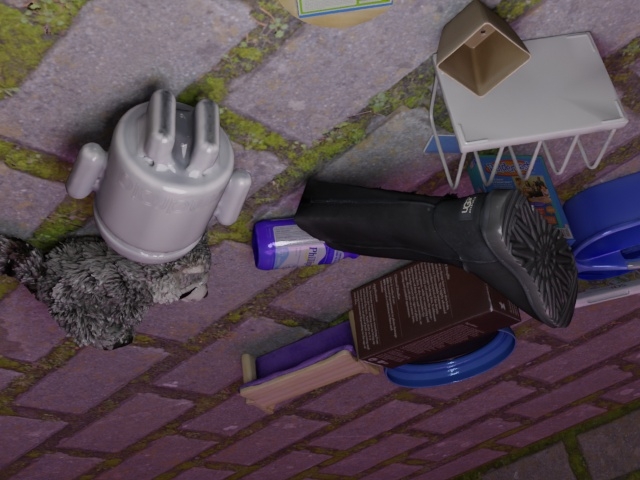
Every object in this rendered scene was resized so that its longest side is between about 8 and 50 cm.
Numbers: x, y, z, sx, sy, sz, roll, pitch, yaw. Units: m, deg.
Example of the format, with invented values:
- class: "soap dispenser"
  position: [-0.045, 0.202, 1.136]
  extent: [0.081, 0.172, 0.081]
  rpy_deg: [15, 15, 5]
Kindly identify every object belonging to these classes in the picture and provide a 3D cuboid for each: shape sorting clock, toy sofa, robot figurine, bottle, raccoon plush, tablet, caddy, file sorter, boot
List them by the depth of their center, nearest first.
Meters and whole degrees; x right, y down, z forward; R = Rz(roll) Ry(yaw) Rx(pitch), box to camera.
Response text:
- class: "shape sorting clock"
  position: [0.031, -0.388, 1.175]
  extent: [0.206, 0.040, 0.206]
  rpy_deg: [-6, 148, -3]
- class: "robot figurine"
  position: [-0.269, -0.093, 1.392]
  extent: [0.299, 0.200, 0.353]
  rpy_deg: [12, 142, -18]
- class: "file sorter"
  position: [0.341, -0.212, 1.428]
  extent: [0.277, 0.193, 0.173]
  rpy_deg: [-9, 152, -5]
- class: "boot"
  position: [0.214, 0.020, 1.541]
  extent: [0.445, 0.146, 0.367]
  rpy_deg: [2, 146, 40]
- class: "raccoon plush"
  position: [-0.416, 0.037, 1.568]
  extent: [0.446, 0.216, 0.299]
  rpy_deg: [22, 128, -42]
- class: "tablet"
  position: [0.246, -0.188, 1.607]
  extent: [0.083, 0.006, 0.054]
  rpy_deg: [-1, 147, -19]
- class: "bottle"
  position: [0.000, 0.000, 1.741]
  extent: [0.282, 0.092, 0.118]
  rpy_deg: [-5, 153, -12]
- class: "caddy"
  position: [0.715, -0.018, 1.883]
  extent: [0.341, 0.179, 0.241]
  rpy_deg: [-18, 148, 10]
- class: "toy sofa"
  position: [-0.042, 0.316, 2.184]
  extent: [0.362, 0.150, 0.177]
  rpy_deg: [-24, 142, 19]

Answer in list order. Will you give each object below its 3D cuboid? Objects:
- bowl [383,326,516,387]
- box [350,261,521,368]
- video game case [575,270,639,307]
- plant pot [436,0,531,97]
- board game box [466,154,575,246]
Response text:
- class: "bowl"
  position: [0.368, 0.313, 2.394]
  extent: [0.391, 0.077, 0.391]
  rpy_deg: [-9, 149, -5]
- class: "box"
  position: [0.262, 0.152, 1.954]
  extent: [0.381, 0.191, 0.143]
  rpy_deg: [-27, 147, 36]
- class: "video game case"
  position: [0.663, 0.089, 2.025]
  extent: [0.206, 0.227, 0.026]
  rpy_deg: [-13, 111, 2]
- class: "plant pot"
  position: [0.251, -0.313, 1.311]
  extent: [0.109, 0.096, 0.109]
  rpy_deg: [26, 132, -32]
- class: "board game box"
  position: [0.397, -0.075, 1.647]
  extent: [0.160, 0.210, 0.047]
  rpy_deg: [-1, 148, -17]
